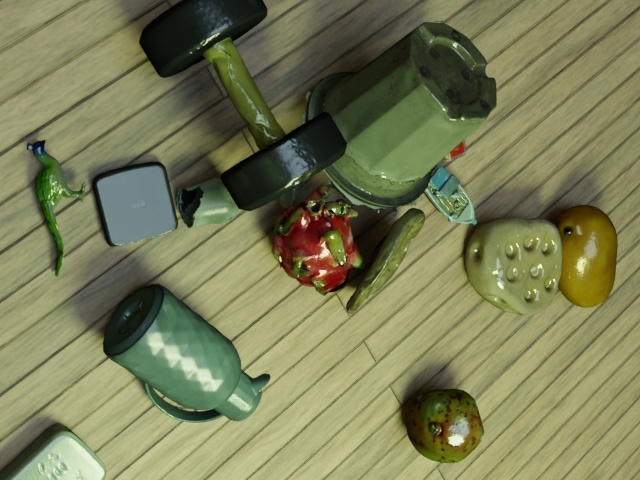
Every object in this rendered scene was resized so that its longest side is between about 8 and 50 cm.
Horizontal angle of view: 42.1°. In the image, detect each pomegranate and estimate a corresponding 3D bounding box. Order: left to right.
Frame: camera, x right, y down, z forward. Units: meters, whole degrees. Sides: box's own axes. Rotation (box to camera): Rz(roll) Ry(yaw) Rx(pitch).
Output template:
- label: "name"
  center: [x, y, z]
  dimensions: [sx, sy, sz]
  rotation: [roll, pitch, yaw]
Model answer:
- label: "pomegranate"
  center: [0.267, 0.385, 1.726]
  dimensions: [0.159, 0.159, 0.205]
  rotation: [-64, 149, -6]

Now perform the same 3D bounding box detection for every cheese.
- label: "cheese"
  center: [0.415, 0.045, 1.763]
  dimensions: [0.218, 0.117, 0.235]
  rotation: [-40, 115, -20]

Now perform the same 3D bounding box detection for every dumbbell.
- label: "dumbbell"
  center: [-0.120, -0.229, 1.307]
  dimensions: [0.204, 0.204, 0.322]
  rotation: [-35, 100, -21]

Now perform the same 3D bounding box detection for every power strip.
- label: "power strip"
  center: [-0.462, 0.451, 1.355]
  dimensions: [0.265, 0.059, 0.193]
  rotation: [-44, 117, -17]

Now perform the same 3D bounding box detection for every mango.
- label: "mango"
  center: [0.586, 0.045, 1.848]
  dimensions: [0.175, 0.139, 0.254]
  rotation: [-32, 119, -33]

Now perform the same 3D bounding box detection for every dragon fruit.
- label: "dragon fruit"
  center: [0.000, 0.000, 1.469]
  dimensions: [0.172, 0.166, 0.160]
  rotation: [81, 19, -54]

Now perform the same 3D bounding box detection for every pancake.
- label: "pancake"
  center: [0.113, 0.038, 1.542]
  dimensions: [0.050, 0.242, 0.242]
  rotation: [33, 79, 11]

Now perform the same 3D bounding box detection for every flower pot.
- label: "flower pot"
  center: [0.152, -0.221, 1.428]
  dimensions: [0.290, 0.259, 0.290]
  rotation: [17, 59, -30]

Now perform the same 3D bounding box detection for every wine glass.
- label: "wine glass"
  center: [-0.146, -0.075, 1.433]
  dimensions: [0.195, 0.079, 0.079]
  rotation: [-15, 106, -29]

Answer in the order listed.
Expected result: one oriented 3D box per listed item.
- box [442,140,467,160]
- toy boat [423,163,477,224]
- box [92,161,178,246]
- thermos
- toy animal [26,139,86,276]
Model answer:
- label: "box"
  center: [0.217, -0.244, 1.597]
  dimensions: [0.048, 0.112, 0.175]
  rotation: [-20, 107, -26]
- label: "toy boat"
  center: [0.259, -0.091, 1.679]
  dimensions: [0.069, 0.059, 0.173]
  rotation: [-51, 119, -13]
- label: "box"
  center: [-0.305, -0.062, 1.374]
  dimensions: [0.126, 0.027, 0.125]
  rotation: [-17, 105, -26]
- label: "thermos"
  center: [-0.230, 0.216, 1.407]
  dimensions: [0.182, 0.145, 0.286]
  rotation: [-36, 121, 15]
- label: "toy animal"
  center: [-0.402, -0.052, 1.305]
  dimensions: [0.075, 0.041, 0.217]
  rotation: [-10, 107, -10]
